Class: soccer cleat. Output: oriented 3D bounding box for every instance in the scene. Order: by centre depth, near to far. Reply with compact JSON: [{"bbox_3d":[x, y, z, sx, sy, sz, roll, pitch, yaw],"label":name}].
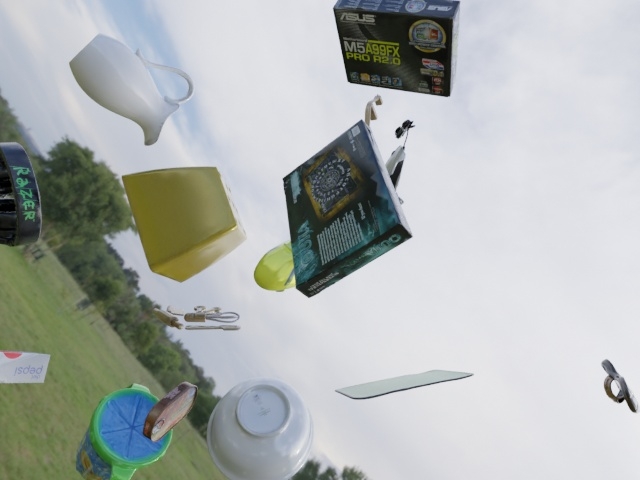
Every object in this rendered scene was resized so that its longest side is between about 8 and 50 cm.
[{"bbox_3d":[0.000,-0.001,0.875,0.093,0.289,0.121,50,-32,24],"label":"soccer cleat"}]

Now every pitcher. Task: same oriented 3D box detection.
[{"bbox_3d":[-0.378,-0.328,0.954,0.207,0.178,0.125,45,-16,-33],"label":"pitcher"}]

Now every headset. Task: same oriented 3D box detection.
[{"bbox_3d":[-0.762,-0.117,1.173,0.394,0.185,0.244,5,-77,43],"label":"headset"}]

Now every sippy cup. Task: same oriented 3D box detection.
[{"bbox_3d":[-0.595,0.595,1.370,0.240,0.305,0.224,45,-65,5],"label":"sippy cup"}]

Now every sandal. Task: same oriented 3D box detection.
[{"bbox_3d":[0.795,0.394,1.257,0.090,0.060,0.219,56,19,-7],"label":"sandal"}]

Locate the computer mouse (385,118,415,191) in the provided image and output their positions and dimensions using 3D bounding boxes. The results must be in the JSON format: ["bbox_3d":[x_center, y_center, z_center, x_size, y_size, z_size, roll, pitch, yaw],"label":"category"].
[{"bbox_3d":[0.186,-0.203,1.165,0.042,0.193,0.106,13,6,-6],"label":"computer mouse"}]

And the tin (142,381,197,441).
[{"bbox_3d":[-0.392,0.446,1.222,0.040,0.189,0.106,18,-74,16],"label":"tin"}]

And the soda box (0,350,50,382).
[{"bbox_3d":[-1.018,0.398,1.474,0.091,0.098,0.286,1,-16,21],"label":"soda box"}]

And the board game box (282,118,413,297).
[{"bbox_3d":[0.018,-0.042,0.509,0.026,0.126,0.186,40,27,-37],"label":"board game box"}]

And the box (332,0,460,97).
[{"bbox_3d":[0.177,-0.446,1.073,0.270,0.060,0.216,16,-24,21],"label":"box"}]

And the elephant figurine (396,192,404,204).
[{"bbox_3d":[0.219,-0.121,1.875,0.185,0.240,0.169,1,-36,21],"label":"elephant figurine"}]

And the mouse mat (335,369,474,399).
[{"bbox_3d":[0.126,0.225,0.734,0.152,0.189,0.007,128,-46,-74],"label":"mouse mat"}]

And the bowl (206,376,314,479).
[{"bbox_3d":[-0.154,0.480,1.243,0.298,0.297,0.134,41,-40,26],"label":"bowl"}]

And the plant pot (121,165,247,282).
[{"bbox_3d":[-0.280,-0.049,1.026,0.212,0.187,0.212,91,-22,-78],"label":"plant pot"}]

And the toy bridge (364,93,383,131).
[{"bbox_3d":[0.176,-0.442,1.598,0.026,0.188,0.063,-1,-38,29],"label":"toy bridge"}]

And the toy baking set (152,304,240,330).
[{"bbox_3d":[-0.334,0.205,1.273,0.256,0.196,0.030,12,-78,51],"label":"toy baking set"}]
